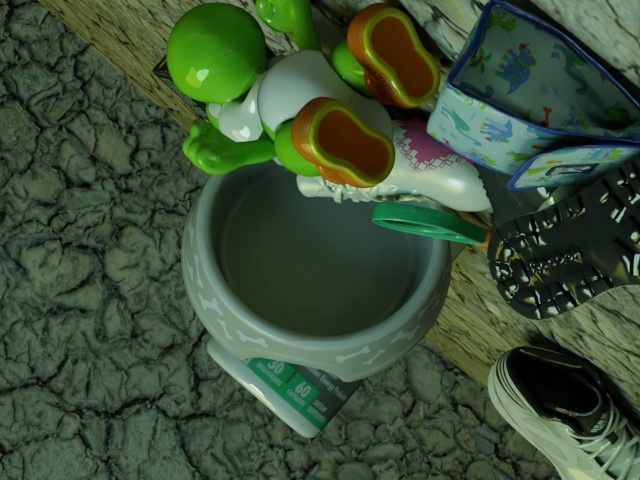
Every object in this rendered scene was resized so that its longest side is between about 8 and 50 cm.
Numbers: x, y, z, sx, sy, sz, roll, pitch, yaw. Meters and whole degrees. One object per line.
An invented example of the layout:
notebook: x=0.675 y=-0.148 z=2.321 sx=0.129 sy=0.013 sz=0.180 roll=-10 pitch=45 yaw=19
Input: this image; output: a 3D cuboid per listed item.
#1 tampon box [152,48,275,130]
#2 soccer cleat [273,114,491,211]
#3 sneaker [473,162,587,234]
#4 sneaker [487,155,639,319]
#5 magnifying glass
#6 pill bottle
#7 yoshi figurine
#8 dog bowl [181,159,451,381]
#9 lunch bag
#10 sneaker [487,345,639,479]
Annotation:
tampon box: x=-0.124 y=-0.218 z=1.524 sx=0.161 sy=0.120 sz=0.101 roll=44 pitch=172 yaw=-27
soccer cleat: x=0.061 y=-0.082 z=1.261 sx=0.331 sy=0.143 sz=0.116 roll=34 pitch=171 yaw=46
sneaker: x=0.180 y=-0.064 z=1.037 sx=0.118 sy=0.083 sz=0.222 roll=47 pitch=167 yaw=9
sneaker: x=0.256 y=-0.020 z=0.823 sx=0.283 sy=0.124 sz=0.107 roll=-14 pitch=97 yaw=56
magnifying glass: x=0.160 y=-0.008 z=1.260 sx=0.231 sy=0.026 sz=0.092 roll=12 pitch=174 yaw=-31
pill bottle: x=0.029 y=0.078 z=1.550 sx=0.204 sy=0.361 sz=0.204 roll=40 pitch=174 yaw=5
yoshi figurine: x=-0.054 y=-0.163 z=1.122 sx=0.362 sy=0.204 sz=0.202 roll=15 pitch=114 yaw=61
dog bowl: x=0.000 y=0.000 z=1.390 sx=0.349 sy=0.349 sz=0.102 roll=40 pitch=162 yaw=10
lunch bag: x=0.165 y=-0.093 z=0.838 sx=0.151 sy=0.096 sz=0.129 roll=26 pitch=170 yaw=2
sneaker: x=0.441 y=0.335 z=1.749 sx=0.447 sy=0.169 sz=0.257 roll=42 pitch=176 yaw=14
